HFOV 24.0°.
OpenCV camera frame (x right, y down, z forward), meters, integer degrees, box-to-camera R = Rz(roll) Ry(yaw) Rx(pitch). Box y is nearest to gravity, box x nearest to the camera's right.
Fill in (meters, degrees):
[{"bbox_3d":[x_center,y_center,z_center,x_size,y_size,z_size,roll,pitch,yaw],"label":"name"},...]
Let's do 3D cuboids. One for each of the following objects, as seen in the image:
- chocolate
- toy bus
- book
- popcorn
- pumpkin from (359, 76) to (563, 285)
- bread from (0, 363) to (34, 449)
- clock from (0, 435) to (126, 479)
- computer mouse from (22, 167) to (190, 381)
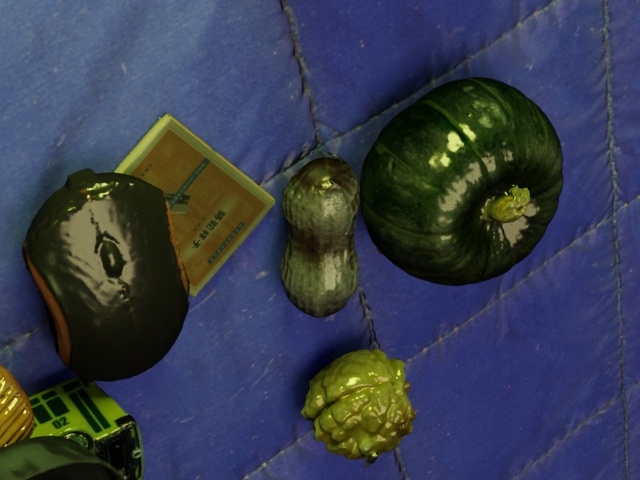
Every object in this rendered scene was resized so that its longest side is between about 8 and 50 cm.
[{"bbox_3d":[0.000,0.000,2.003,0.110,0.110,0.248,-23,130,-28],"label":"chocolate"},{"bbox_3d":[-0.362,0.278,1.864,0.262,0.150,0.128,-24,137,-26],"label":"toy bus"},{"bbox_3d":[-0.174,-0.039,1.879,0.170,0.018,0.242,-49,140,3],"label":"book"},{"bbox_3d":[0.058,0.250,2.228,0.173,0.142,0.173,-19,125,-30],"label":"popcorn"},{"bbox_3d":[0.199,-0.071,2.044,0.300,0.207,0.300,-25,135,-27],"label":"pumpkin"},{"bbox_3d":[-0.413,0.177,1.714,0.104,0.199,0.199,-51,145,-27],"label":"bread"},{"bbox_3d":[-0.359,0.369,1.727,0.325,0.067,0.325,-34,144,-30],"label":"clock"},{"bbox_3d":[-0.246,0.057,1.803,0.183,0.116,0.323,-27,139,-17],"label":"computer mouse"}]
